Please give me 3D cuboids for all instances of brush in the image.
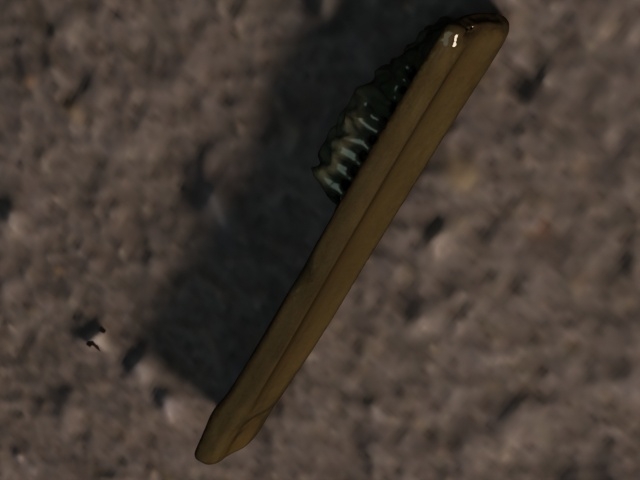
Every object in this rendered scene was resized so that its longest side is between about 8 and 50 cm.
[{"bbox_3d":[0.000,0.000,0.525,0.027,0.034,0.190,43,126,20],"label":"brush"}]
